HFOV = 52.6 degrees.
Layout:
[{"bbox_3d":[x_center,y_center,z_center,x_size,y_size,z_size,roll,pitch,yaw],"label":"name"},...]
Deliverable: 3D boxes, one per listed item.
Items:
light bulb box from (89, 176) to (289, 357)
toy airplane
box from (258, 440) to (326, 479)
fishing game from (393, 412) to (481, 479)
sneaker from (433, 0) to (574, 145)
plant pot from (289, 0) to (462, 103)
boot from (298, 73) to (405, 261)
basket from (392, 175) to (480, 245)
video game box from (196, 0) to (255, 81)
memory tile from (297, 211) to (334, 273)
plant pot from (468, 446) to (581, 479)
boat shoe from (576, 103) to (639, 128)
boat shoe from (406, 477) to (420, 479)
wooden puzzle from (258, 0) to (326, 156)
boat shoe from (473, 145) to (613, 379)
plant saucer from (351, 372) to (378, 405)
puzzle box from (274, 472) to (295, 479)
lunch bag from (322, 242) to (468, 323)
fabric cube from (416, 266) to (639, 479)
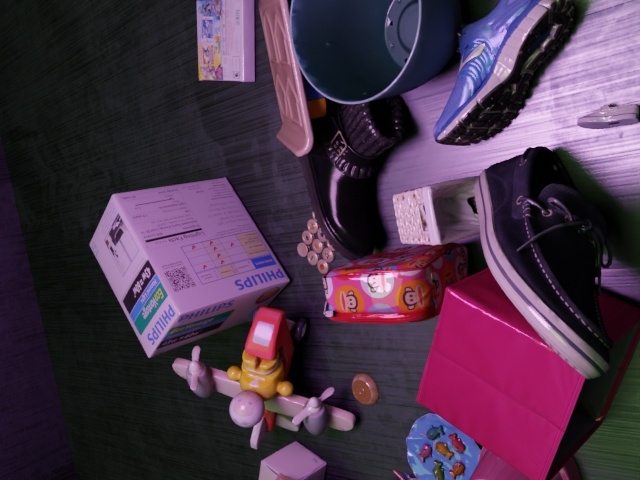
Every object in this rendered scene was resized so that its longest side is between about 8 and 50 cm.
[{"bbox_3d":[-0.341,0.057,1.689,0.361,0.357,0.225,57,133,18],"label":"light bulb box"},{"bbox_3d":[-0.156,0.391,1.655,0.386,0.272,0.385,-31,100,28],"label":"toy airplane"},{"bbox_3d":[-0.090,0.729,1.774,0.121,0.147,0.311,25,115,37],"label":"box"},{"bbox_3d":[0.265,0.477,1.426,0.189,0.041,0.264,42,116,29],"label":"fishing game"},{"bbox_3d":[0.305,-0.314,1.172,0.330,0.129,0.147,-57,48,32],"label":"sneaker"},{"bbox_3d":[0.127,-0.409,1.214,0.292,0.235,0.293,12,109,39],"label":"plant pot"},{"bbox_3d":[0.091,-0.148,1.388,0.260,0.131,0.348,-29,80,43],"label":"boot"},{"bbox_3d":[0.233,-0.056,1.259,0.103,0.167,0.114,-7,96,50],"label":"basket"},{"bbox_3d":[-0.245,-0.515,1.669,0.187,0.048,0.205,14,109,38],"label":"video game box"},{"bbox_3d":[0.000,0.000,1.594,0.113,0.012,0.148,42,126,28],"label":"memory tile"},{"bbox_3d":[0.374,0.482,1.249,0.201,0.180,0.202,12,107,41],"label":"plant pot"},{"bbox_3d":[0.479,-0.210,1.080,0.100,0.035,0.035,0,73,47],"label":"boat shoe"},{"bbox_3d":[0.215,0.589,1.523,0.142,0.049,0.040,-16,134,33],"label":"boat shoe"},{"bbox_3d":[-0.059,-0.380,1.411,0.322,0.080,0.348,-128,31,-69],"label":"wooden puzzle"},{"bbox_3d":[0.355,-0.001,0.998,0.156,0.500,0.186,-38,112,26],"label":"boat shoe"},{"bbox_3d":[0.105,0.368,1.587,0.083,0.015,0.084,12,108,41],"label":"plant saucer"},{"bbox_3d":[0.036,0.782,1.618,0.408,0.052,0.272,23,114,12],"label":"puzzle box"},{"bbox_3d":[0.138,0.079,1.275,0.258,0.293,0.120,-4,97,34],"label":"lunch bag"},{"bbox_3d":[0.364,0.206,1.131,0.258,0.254,0.259,31,124,36],"label":"fabric cube"}]
